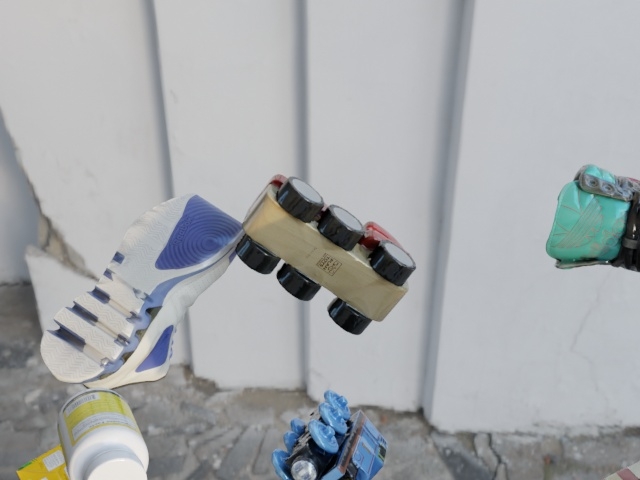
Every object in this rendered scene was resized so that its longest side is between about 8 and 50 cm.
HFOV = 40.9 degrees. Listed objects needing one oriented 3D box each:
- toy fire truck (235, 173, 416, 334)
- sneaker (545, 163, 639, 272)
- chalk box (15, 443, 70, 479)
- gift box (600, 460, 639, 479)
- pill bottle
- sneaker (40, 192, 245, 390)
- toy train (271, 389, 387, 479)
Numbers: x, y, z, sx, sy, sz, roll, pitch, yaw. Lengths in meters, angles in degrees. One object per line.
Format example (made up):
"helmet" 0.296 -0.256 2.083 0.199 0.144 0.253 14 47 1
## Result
"toy fire truck" 0.000 0.000 1.157 0.217 0.158 0.246 34 20 -10
"sneaker" 0.334 -0.002 0.899 0.179 0.123 0.295 6 18 -8
"chalk box" -0.478 0.461 1.645 0.132 0.213 0.132 -29 83 -14
"gift box" 0.287 0.332 0.666 0.255 0.276 0.258 -23 -1 4
"pill bottle" -0.179 0.173 0.710 0.065 0.065 0.116 -14 21 -18
"sneaker" -0.237 0.089 1.187 0.127 0.182 0.315 36 68 16
"toy train" 0.014 0.233 0.931 0.105 0.080 0.184 48 13 0
